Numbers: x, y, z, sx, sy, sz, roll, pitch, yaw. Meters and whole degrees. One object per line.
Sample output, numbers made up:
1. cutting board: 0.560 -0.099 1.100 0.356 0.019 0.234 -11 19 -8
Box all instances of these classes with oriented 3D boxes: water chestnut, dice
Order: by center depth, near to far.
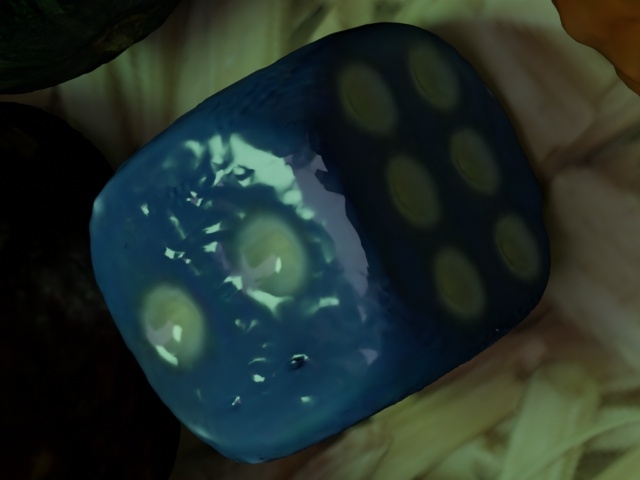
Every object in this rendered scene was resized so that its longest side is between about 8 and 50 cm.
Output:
1. dice: 0.000 0.000 0.646 0.146 0.146 0.143 -29 89 38
2. water chestnut: -0.252 0.083 0.740 0.335 0.347 0.335 13 109 42

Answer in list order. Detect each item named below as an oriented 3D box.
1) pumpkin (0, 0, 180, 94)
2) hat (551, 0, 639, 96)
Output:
1. pumpkin: -0.127 -0.145 0.665 0.146 0.190 0.190 49 127 15
2. hat: 0.170 -0.217 0.341 0.285 0.400 0.285 21 149 13
